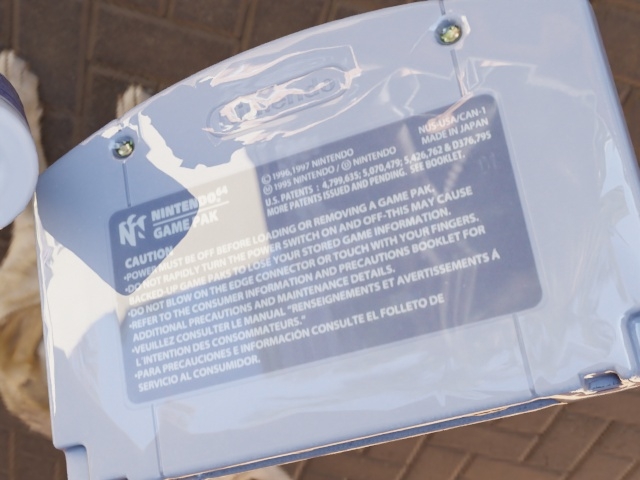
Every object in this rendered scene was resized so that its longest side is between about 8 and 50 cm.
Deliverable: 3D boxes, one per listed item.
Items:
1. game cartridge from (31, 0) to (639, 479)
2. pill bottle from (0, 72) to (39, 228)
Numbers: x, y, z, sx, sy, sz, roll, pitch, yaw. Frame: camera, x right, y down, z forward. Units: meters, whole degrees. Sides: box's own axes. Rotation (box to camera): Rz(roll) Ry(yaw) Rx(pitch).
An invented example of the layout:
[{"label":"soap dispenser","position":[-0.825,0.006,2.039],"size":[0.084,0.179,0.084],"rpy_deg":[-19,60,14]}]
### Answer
[{"label":"game cartridge","position":[0.000,0.000,0.468],"size":[0.297,0.198,0.062],"rpy_deg":[-16,158,19]},{"label":"pill bottle","position":[-0.174,-0.051,0.472],"size":[0.067,0.120,0.067],"rpy_deg":[-8,115,-18]}]
